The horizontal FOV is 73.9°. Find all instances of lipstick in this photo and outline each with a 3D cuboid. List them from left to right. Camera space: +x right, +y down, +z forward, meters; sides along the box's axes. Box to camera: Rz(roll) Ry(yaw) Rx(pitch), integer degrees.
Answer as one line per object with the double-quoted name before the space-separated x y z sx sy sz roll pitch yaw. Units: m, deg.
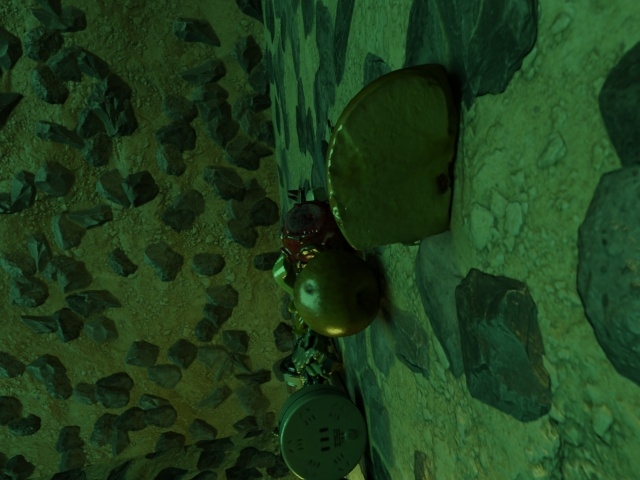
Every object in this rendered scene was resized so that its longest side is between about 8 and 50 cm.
"lipstick" 0.076 0.670 1.965 0.264 0.059 0.059 -132 37 -70

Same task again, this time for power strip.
"power strip" -0.007 0.749 1.662 0.161 0.356 0.358 170 93 -80

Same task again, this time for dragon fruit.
"dragon fruit" 0.000 0.000 1.488 0.291 0.250 0.269 53 -141 -48

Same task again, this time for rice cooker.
"rice cooker" -0.074 0.718 2.255 0.316 0.264 0.317 18 117 40

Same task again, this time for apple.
"apple" 0.057 0.159 1.267 0.264 0.264 0.265 173 90 -79
"apple" 0.140 -0.162 0.818 0.252 0.314 0.310 6 116 34

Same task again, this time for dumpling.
"dumpling" -0.001 -0.151 1.737 0.169 0.099 0.134 177 71 -81

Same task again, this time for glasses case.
"glasses case" 0.030 -0.256 1.583 0.109 0.067 0.283 93 163 -55

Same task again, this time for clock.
"clock" -0.024 0.138 1.630 0.096 0.308 0.235 -39 15 37

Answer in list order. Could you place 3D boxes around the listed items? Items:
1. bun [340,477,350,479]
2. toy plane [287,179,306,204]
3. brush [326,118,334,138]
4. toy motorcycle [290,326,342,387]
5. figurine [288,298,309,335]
"bun" 0.078 1.018 1.593 0.354 0.354 0.195 -173 97 -78
"toy plane" -0.086 -0.136 2.157 0.223 0.104 0.327 104 152 -63
"brush" 0.038 -0.414 1.561 0.021 0.018 0.084 133 129 -63
"toy motorcycle" -0.028 0.551 2.032 0.237 0.168 0.410 -55 22 13
"figurine" -0.067 0.408 2.285 0.215 0.215 0.228 -112 4 -51
